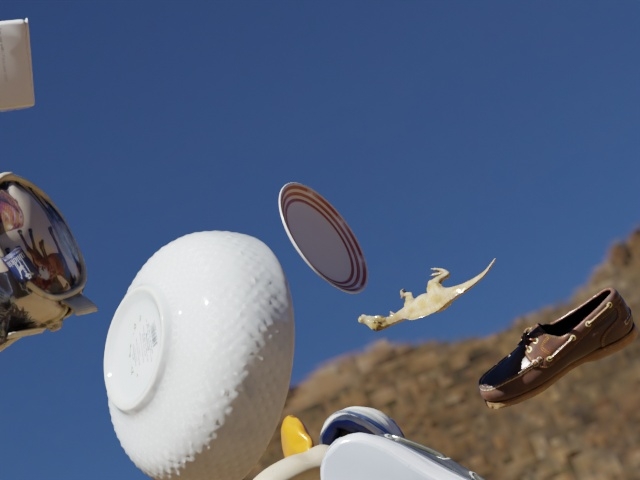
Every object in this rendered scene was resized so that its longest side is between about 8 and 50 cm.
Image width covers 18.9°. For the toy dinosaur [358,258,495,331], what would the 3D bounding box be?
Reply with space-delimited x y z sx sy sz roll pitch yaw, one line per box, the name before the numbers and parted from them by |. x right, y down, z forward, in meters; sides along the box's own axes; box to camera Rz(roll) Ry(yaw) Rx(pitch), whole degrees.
toy dinosaur | 0.138 0.070 2.292 0.183 0.053 0.092 -25 11 13

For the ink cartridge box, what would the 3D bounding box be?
ink cartridge box | -0.375 -0.155 1.821 0.203 0.086 0.148 -7 5 -10

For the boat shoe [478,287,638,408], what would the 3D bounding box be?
boat shoe | 0.276 0.126 2.310 0.207 0.073 0.073 -30 -63 3

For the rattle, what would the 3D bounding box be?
rattle | -0.071 0.235 1.618 0.200 0.143 0.130 -39 -34 -9

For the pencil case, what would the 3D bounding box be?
pencil case | -0.450 0.109 2.154 0.410 0.183 0.160 -36 -20 18

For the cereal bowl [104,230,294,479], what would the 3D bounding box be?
cereal bowl | -0.179 0.147 2.451 0.141 0.339 0.339 13 -34 -31

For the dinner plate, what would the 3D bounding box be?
dinner plate | 0.000 0.000 2.078 0.017 0.141 0.141 -38 -24 26

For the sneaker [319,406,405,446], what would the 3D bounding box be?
sneaker | 0.083 0.311 2.037 0.112 0.296 0.131 -37 -15 8

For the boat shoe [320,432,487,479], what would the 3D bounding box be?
boat shoe | 0.107 0.196 1.287 0.076 0.228 0.080 -12 -55 -66
